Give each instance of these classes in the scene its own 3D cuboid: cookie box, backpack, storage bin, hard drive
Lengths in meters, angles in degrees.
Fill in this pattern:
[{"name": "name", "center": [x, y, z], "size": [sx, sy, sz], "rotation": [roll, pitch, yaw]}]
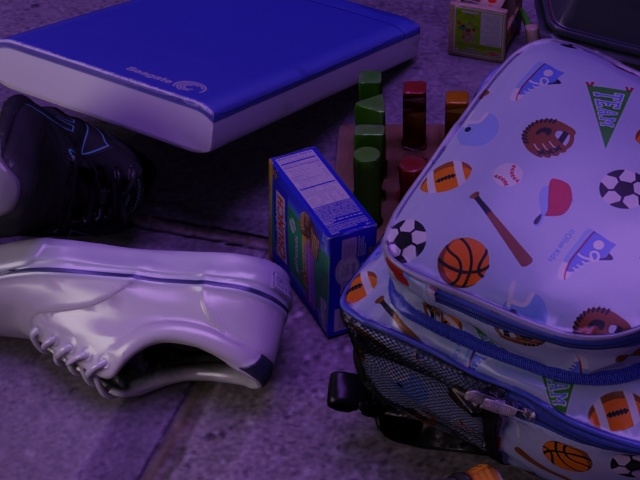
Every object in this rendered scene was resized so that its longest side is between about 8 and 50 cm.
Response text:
[{"name": "cookie box", "center": [0.000, 0.000, 1.127], "size": [0.040, 0.092, 0.107], "rotation": [-14, 39, -19]}, {"name": "backpack", "center": [0.172, 0.025, 0.945], "size": [0.263, 0.213, 0.276], "rotation": [29, 72, 18]}, {"name": "storage bin", "center": [0.266, -0.218, 1.355], "size": [0.135, 0.091, 0.098], "rotation": [14, 37, -10]}, {"name": "hard drive", "center": [-0.084, -0.159, 1.304], "size": [0.210, 0.040, 0.319], "rotation": [20, 28, 26]}]

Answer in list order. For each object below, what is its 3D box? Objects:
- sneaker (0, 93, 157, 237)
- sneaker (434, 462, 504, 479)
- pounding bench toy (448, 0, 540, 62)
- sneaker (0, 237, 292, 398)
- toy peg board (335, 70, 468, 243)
[{"name": "sneaker", "center": [-0.183, -0.051, 1.140], "size": [0.106, 0.101, 0.267], "rotation": [16, 10, -1]}, {"name": "sneaker", "center": [0.081, 0.211, 0.871], "size": [0.083, 0.084, 0.215], "rotation": [-7, 28, -5]}, {"name": "pounding bench toy", "center": [0.163, -0.198, 1.396], "size": [0.083, 0.052, 0.065], "rotation": [12, 40, 18]}, {"name": "sneaker", "center": [-0.149, 0.057, 1.066], "size": [0.258, 0.094, 0.091], "rotation": [-1, 59, 17]}, {"name": "toy peg board", "center": [0.090, -0.065, 1.213], "size": [0.161, 0.079, 0.161], "rotation": [0, 39, 4]}]
